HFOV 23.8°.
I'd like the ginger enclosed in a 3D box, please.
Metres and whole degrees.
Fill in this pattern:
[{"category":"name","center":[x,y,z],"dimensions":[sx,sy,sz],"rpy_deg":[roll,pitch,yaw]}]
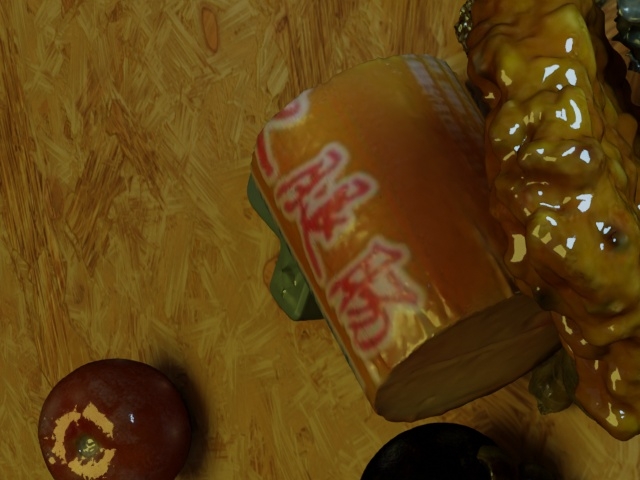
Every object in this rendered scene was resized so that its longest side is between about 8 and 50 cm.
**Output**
[{"category":"ginger","center":[0.245,0.129,1.379],"dimensions":[0.096,0.067,0.165],"rpy_deg":[66,156,21]}]

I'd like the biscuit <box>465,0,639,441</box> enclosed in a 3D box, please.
[{"category":"biscuit","center":[0.204,-0.032,1.166],"dimensions":[0.110,0.312,0.318],"rpy_deg":[-15,45,19]}]

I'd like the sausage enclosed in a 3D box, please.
[{"category":"sausage","center":[0.087,-0.004,1.431],"dimensions":[0.287,0.233,0.233],"rpy_deg":[63,142,27]}]

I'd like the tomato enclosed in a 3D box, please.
[{"category":"tomato","center":[-0.276,0.261,2.068],"dimensions":[0.208,0.184,0.208],"rpy_deg":[3,97,20]}]

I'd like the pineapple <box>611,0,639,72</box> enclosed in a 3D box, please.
[{"category":"pineapple","center":[0.290,-0.174,1.122],"dimensions":[0.166,0.193,0.166],"rpy_deg":[11,104,55]}]

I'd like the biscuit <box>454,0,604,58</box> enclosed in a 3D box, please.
[{"category":"biscuit","center":[0.200,-0.231,1.395],"dimensions":[0.131,0.025,0.231],"rpy_deg":[60,141,28]}]

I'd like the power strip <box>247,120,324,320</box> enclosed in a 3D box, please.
[{"category":"power strip","center":[0.000,0.000,1.710],"dimensions":[0.265,0.059,0.193],"rpy_deg":[48,130,40]}]

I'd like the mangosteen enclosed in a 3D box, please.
[{"category":"mangosteen","center":[0.144,0.274,1.472],"dimensions":[0.230,0.194,0.194],"rpy_deg":[-2,96,30]}]
